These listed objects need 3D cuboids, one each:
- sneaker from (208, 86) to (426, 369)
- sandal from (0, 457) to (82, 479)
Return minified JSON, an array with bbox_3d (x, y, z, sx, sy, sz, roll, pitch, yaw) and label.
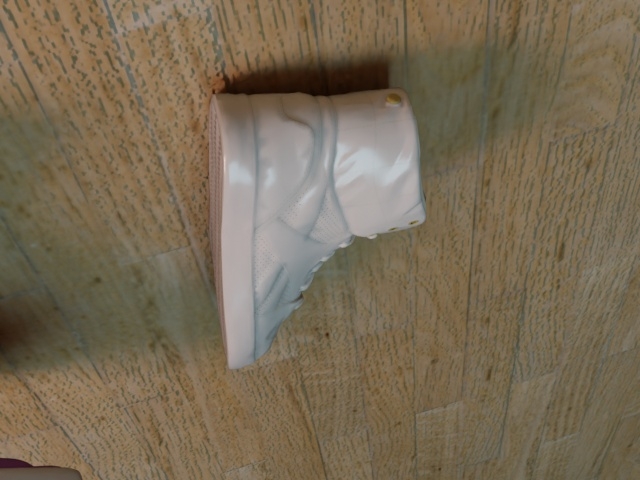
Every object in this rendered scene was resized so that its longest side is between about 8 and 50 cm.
[{"bbox_3d":[0.000,0.000,0.814,0.169,0.108,0.293,-7,145,-12],"label":"sneaker"},{"bbox_3d":[-0.362,0.154,0.732,0.169,0.102,0.416,-18,157,40],"label":"sandal"}]
